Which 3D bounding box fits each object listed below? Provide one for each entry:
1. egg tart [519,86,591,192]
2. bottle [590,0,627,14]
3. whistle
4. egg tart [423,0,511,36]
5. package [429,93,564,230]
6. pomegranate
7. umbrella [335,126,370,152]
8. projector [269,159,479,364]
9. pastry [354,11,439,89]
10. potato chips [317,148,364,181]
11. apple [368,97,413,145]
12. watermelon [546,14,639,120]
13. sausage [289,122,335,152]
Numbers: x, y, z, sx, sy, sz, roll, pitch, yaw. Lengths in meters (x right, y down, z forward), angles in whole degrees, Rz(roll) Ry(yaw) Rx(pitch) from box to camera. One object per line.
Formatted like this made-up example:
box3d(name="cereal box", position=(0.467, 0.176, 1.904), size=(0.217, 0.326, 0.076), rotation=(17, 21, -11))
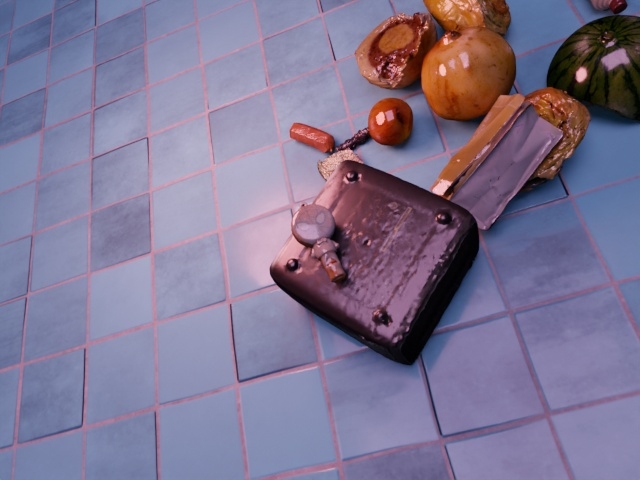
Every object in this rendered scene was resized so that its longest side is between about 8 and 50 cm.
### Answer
box3d(name="egg tart", position=(0.568, -0.259, 1.358), size=(0.297, 0.132, 0.297), rotation=(-20, 56, 32))
box3d(name="bottle", position=(0.838, -0.766, 1.503), size=(0.104, 0.104, 0.245), rotation=(-16, 62, 12))
box3d(name="whistle", position=(0.000, 0.000, 1.201), size=(0.107, 0.057, 0.220), rotation=(-24, 65, -8))
box3d(name="egg tart", position=(0.436, -0.733, 1.559), size=(0.351, 0.339, 0.153), rotation=(48, 130, 7))
box3d(name="package", position=(0.411, -0.220, 1.289), size=(0.311, 0.165, 0.221), rotation=(-53, 42, 14))
box3d(name="pomegranate", position=(0.411, -0.468, 1.421), size=(0.264, 0.264, 0.265), rotation=(-8, 64, 16))
box3d(name="umbrella", position=(0.113, -0.316, 1.588), size=(0.143, 0.040, 0.037), rotation=(-31, 26, 5))
box3d(name="projector", position=(0.141, 0.049, 1.295), size=(0.405, 0.242, 0.395), rotation=(28, 77, 28))
box3d(name="pastry", position=(0.248, -0.578, 1.596), size=(0.236, 0.170, 0.256), rotation=(30, 87, 49))
box3d(name="potato chips", position=(0.084, -0.213, 1.550), size=(0.209, 0.026, 0.143), rotation=(6, 82, 19))
box3d(name="apple", position=(0.213, -0.353, 1.510), size=(0.146, 0.146, 0.147), rotation=(-8, 64, 16))
box3d(name="watermelon", position=(0.791, -0.484, 1.351), size=(0.330, 0.189, 0.331), rotation=(-5, 71, 15))
box3d(name="sausage", position=(-0.019, -0.328, 1.625), size=(0.169, 0.065, 0.065), rotation=(27, 78, 28))
